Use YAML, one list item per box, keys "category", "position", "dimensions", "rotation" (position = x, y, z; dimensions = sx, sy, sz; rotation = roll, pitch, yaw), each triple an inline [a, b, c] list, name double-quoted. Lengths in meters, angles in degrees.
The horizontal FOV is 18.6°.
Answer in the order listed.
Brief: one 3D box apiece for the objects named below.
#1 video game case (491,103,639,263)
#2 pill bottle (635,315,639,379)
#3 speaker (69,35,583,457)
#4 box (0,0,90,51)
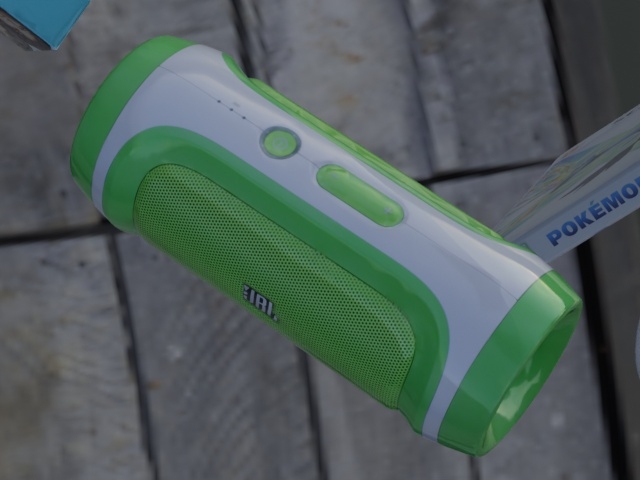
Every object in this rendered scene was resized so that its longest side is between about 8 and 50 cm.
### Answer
- category: "video game case"
  position: [0.274, -0.077, 1.695]
  dimensions: [0.036, 0.300, 0.329]
  rotation: [53, 35, -4]
- category: "pill bottle"
  position: [0.239, 0.061, 0.771]
  dimensions: [0.119, 0.208, 0.119]
  rotation: [-30, 136, -33]
- category: "speaker"
  position: [0.000, 0.000, 1.142]
  dimensions: [0.296, 0.131, 0.131]
  rotation: [34, 59, 16]
- category: "box"
  position: [-0.330, -0.264, 1.755]
  dimensions: [0.244, 0.100, 0.060]
  rotation: [38, 79, -23]
